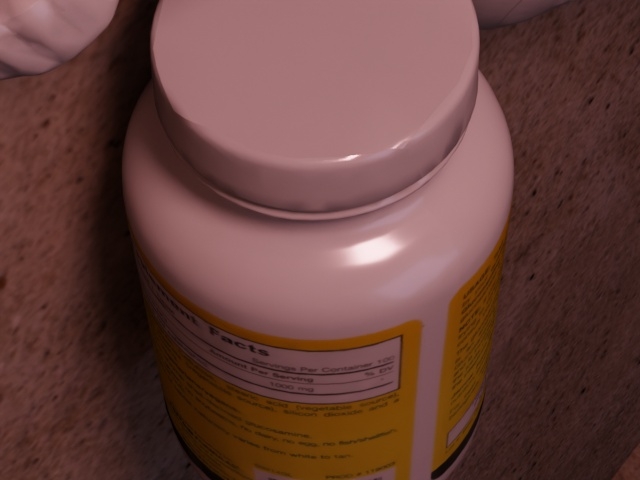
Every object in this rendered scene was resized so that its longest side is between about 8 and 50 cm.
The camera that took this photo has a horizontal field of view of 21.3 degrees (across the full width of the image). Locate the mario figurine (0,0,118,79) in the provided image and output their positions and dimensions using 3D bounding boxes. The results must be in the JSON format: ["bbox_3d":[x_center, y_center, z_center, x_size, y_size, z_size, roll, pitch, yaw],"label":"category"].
[{"bbox_3d":[-0.091,-0.174,0.429,0.320,0.198,0.170,-48,173,-20],"label":"mario figurine"}]

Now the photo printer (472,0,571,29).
[{"bbox_3d":[0.192,-0.218,0.861,0.307,0.107,0.256,-25,175,-27],"label":"photo printer"}]

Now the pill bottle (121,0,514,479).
[{"bbox_3d":[0.000,0.000,0.859,0.188,0.188,0.334,-42,156,-23],"label":"pill bottle"}]
